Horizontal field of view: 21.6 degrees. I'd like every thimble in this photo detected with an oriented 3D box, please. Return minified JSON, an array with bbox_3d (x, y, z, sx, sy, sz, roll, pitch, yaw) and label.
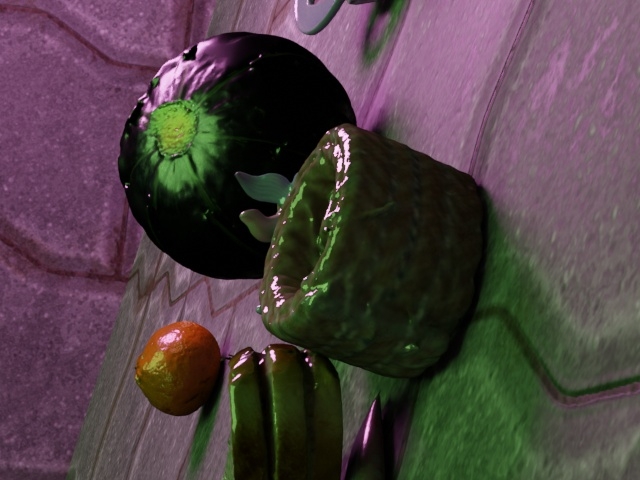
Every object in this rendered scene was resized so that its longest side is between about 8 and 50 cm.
[{"bbox_3d":[0.046,0.011,1.458,0.229,0.148,0.196,-149,80,-75],"label":"thimble"}]

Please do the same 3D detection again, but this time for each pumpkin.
[{"bbox_3d":[-0.071,-0.090,1.971,0.296,0.295,0.296,-162,90,-78],"label":"pumpkin"}]

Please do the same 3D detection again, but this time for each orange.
[{"bbox_3d":[-0.202,0.180,2.383,0.135,0.117,0.136,-163,90,-71],"label":"orange"}]

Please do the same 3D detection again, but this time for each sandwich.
[{"bbox_3d":[-0.044,0.214,1.557,0.288,0.099,0.254,-148,58,-82],"label":"sandwich"}]

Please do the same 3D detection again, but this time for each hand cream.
[{"bbox_3d":[0.038,0.213,1.453,0.210,0.043,0.067,-83,12,-60],"label":"hand cream"}]

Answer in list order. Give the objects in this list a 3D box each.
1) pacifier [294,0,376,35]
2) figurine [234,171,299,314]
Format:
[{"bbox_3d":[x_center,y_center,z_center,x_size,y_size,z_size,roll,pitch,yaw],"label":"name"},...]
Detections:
[{"bbox_3d":[-0.006,-0.414,2.092,0.244,0.233,0.300,178,108,-74],"label":"pacifier"},{"bbox_3d":[0.000,0.000,1.650,0.184,0.128,0.208,-67,-35,-42],"label":"figurine"}]
